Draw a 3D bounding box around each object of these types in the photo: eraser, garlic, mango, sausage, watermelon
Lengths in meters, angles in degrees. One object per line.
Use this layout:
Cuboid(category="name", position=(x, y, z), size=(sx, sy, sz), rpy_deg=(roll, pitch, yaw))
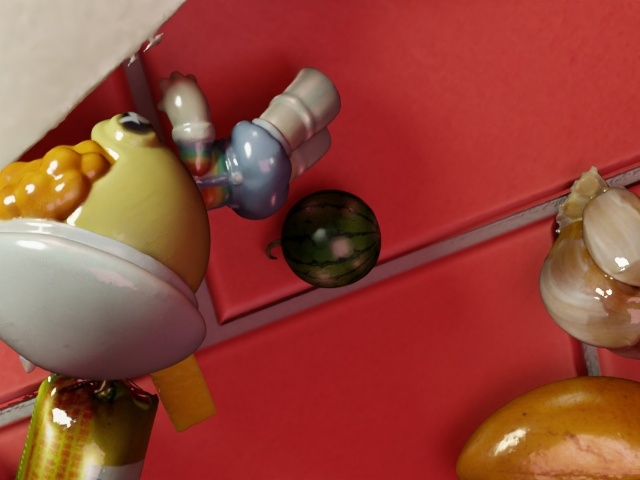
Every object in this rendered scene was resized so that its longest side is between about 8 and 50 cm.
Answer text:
Cuboid(category="eraser", position=(-0.146, 0.108, 1.380), size=(0.045, 0.122, 0.097), rpy_deg=(-26, 118, -8))
Cuboid(category="garlic", position=(0.337, 0.046, 1.533), size=(0.214, 0.191, 0.160), rpy_deg=(21, 126, -38))
Cuboid(category="mango", position=(0.272, 0.232, 1.588), size=(0.257, 0.138, 0.187), rpy_deg=(10, 124, -20))
Cuboid(category="sausage", position=(-0.238, 0.237, 1.403), size=(0.125, 0.117, 0.317), rpy_deg=(16, 102, 6))
Cuboid(category="watermelon", position=(0.006, -0.002, 1.413), size=(0.109, 0.109, 0.109), rpy_deg=(-7, 112, -19))
Cuboid(category="eraser", position=(-0.294, -0.236, 1.180), size=(0.331, 0.150, 0.331), rpy_deg=(-9, 115, -19))

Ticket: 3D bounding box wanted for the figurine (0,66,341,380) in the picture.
Cuboid(category="figurine", position=(-0.119, -0.032, 1.253), size=(0.382, 0.205, 0.224), rpy_deg=(-41, 160, -20))
